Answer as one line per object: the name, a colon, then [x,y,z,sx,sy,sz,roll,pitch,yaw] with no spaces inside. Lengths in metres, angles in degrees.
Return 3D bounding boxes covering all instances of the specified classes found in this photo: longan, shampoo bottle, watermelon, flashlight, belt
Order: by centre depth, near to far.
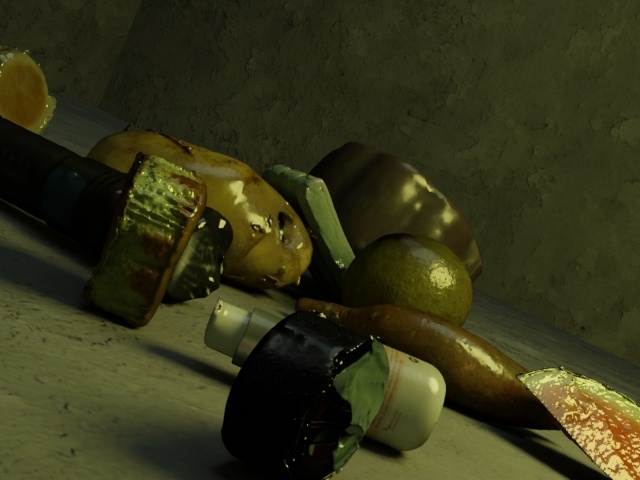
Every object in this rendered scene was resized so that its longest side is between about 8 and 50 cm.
belt: [-0.007,0.097,0.593,0.058,0.105,0.140,25,-5,24]
shampoo bottle: [0.001,0.102,0.756,0.192,0.074,0.074,21,5,-2]
watermelon: [0.299,0.213,0.956,0.119,0.063,0.245,-7,45,-51]
flashlight: [-0.278,-0.055,1.017,0.423,0.103,0.103,24,5,28]
longan: [0.107,0.073,1.172,0.154,0.145,0.176,11,-49,50]

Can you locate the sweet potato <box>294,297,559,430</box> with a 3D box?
sweet potato: [0.122,0.130,1.051,0.346,0.079,0.108,24,-25,13]

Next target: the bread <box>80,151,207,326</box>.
bread: [-0.149,-0.001,0.815,0.069,0.128,0.140,23,17,-12]

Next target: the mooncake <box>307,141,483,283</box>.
mooncake: [0.087,-0.003,1.424,0.306,0.154,0.306,40,-11,9]

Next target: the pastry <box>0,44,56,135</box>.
pastry: [-0.489,-0.223,1.478,0.088,0.166,0.165,11,-2,31]

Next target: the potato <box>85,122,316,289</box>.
potato: [-0.145,-0.041,1.176,0.300,0.140,0.173,29,-8,-3]

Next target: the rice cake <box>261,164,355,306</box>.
rice cake: [0.002,0.004,1.276,0.127,0.043,0.237,28,-29,52]
